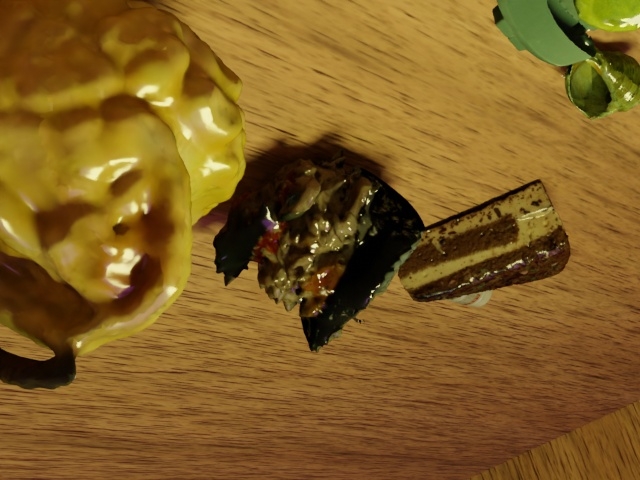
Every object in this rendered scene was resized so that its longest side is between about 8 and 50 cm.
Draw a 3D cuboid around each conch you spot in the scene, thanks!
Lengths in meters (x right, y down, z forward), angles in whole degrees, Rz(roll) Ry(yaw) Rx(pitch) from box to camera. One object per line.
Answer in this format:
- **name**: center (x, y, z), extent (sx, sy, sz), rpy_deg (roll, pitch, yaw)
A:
- **conch**: center (0.334, -0.188, 1.507), extent (0.121, 0.074, 0.089), rpy_deg (29, 93, -31)

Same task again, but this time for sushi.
- **sushi**: center (-0.005, -0.004, 1.554), extent (0.238, 0.219, 0.225), rpy_deg (-57, 179, 18)

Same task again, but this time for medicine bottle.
- **medicine bottle**: center (0.231, 0.074, 2.031), extent (0.057, 0.057, 0.089), rpy_deg (-31, 154, 27)

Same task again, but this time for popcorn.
- **popcorn**: center (-0.231, -0.048, 1.092), extent (0.349, 0.381, 0.349), rpy_deg (0, 150, 0)

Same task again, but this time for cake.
- **cake**: center (0.241, 0.022, 1.859), extent (0.246, 0.112, 0.135), rpy_deg (-23, 158, 11)

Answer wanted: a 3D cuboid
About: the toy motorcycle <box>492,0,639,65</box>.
- **toy motorcycle**: center (0.150, -0.299, 1.039), extent (0.200, 0.191, 0.326), rpy_deg (-27, 140, 28)
